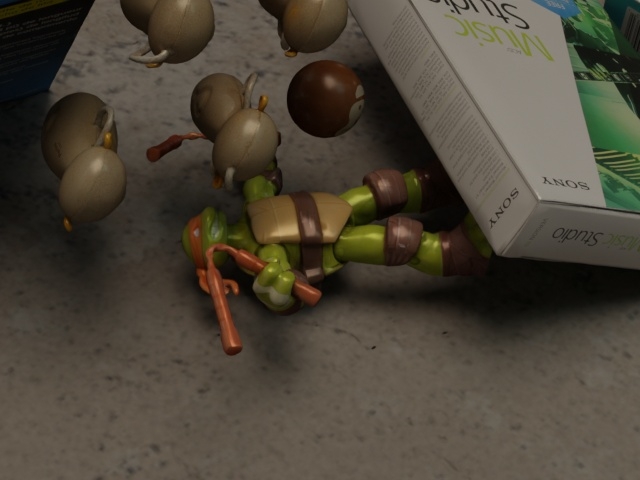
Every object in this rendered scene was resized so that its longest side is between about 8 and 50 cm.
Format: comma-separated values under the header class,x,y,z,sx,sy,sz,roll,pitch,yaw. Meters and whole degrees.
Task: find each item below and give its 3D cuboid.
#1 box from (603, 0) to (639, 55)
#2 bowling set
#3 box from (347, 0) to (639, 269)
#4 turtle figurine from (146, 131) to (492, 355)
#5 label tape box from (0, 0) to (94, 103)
class,x,y,z,sx,sy,sz,roll,pitch,yaw
box,0.342,-0.222,1.322,0.100,0.060,0.244,37,55,24
bowling set,-0.040,-0.123,1.015,0.199,0.287,0.154,19,15,-20
box,0.157,-0.109,1.147,0.232,0.058,0.322,6,43,-36
turtle figurine,0.000,0.000,1.069,0.217,0.087,0.269,-6,31,-7
label tape box,-0.279,-0.155,1.031,0.240,0.333,0.106,-18,86,-20
